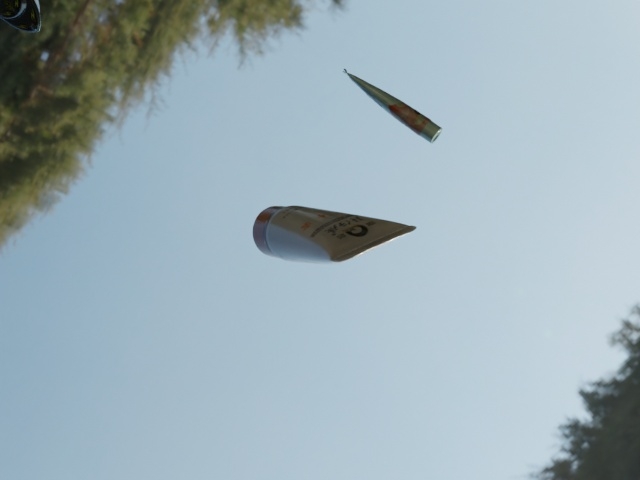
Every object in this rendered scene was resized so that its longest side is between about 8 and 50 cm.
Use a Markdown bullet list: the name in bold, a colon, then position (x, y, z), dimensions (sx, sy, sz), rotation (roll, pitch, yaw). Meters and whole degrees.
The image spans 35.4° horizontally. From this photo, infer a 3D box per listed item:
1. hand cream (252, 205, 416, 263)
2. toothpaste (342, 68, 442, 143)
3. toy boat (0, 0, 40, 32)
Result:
- **hand cream**: position (0.000, 0.000, 1.510), dimensions (0.140, 0.314, 0.089), rotation (-24, -72, -30)
- **toothpaste**: position (0.126, -0.244, 1.798), dimensions (0.205, 0.036, 0.056), rotation (37, -178, 13)
- **toy boat**: position (-0.575, -0.460, 1.740), dimensions (0.246, 0.093, 0.103), rotation (49, -148, -13)
